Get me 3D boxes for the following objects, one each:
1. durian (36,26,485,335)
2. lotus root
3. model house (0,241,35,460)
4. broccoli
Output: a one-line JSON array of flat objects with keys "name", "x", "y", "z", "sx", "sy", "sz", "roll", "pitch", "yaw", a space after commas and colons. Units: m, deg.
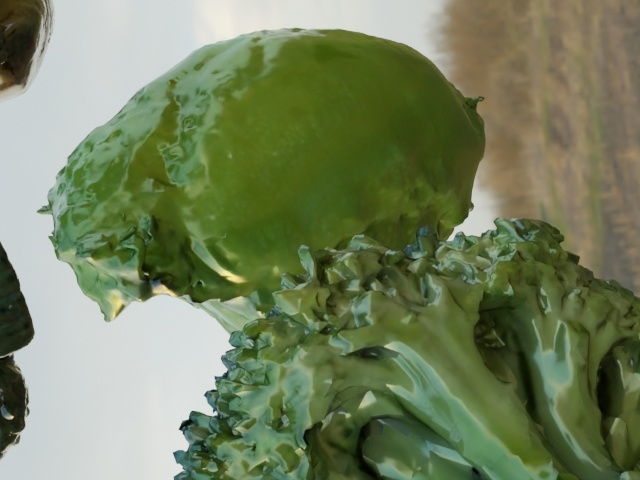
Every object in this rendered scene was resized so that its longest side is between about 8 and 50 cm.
[{"name": "durian", "x": -0.027, "y": -0.034, "z": 1.052, "sx": 0.340, "sy": 0.204, "sz": 0.256, "roll": -48, "pitch": -53, "yaw": -21}, {"name": "lotus root", "x": -0.360, "y": -0.232, "z": 1.444, "sx": 0.397, "sy": 0.179, "sz": 0.196, "roll": -127, "pitch": 17, "yaw": -71}, {"name": "model house", "x": -0.545, "y": 0.135, "z": 1.562, "sx": 0.395, "sy": 0.445, "sz": 0.400, "roll": 62, "pitch": 157, "yaw": 11}, {"name": "broccoli", "x": 0.090, "y": 0.128, "z": 0.714, "sx": 0.397, "sy": 0.353, "sz": 0.275, "roll": -45, "pitch": -54, "yaw": -70}]
